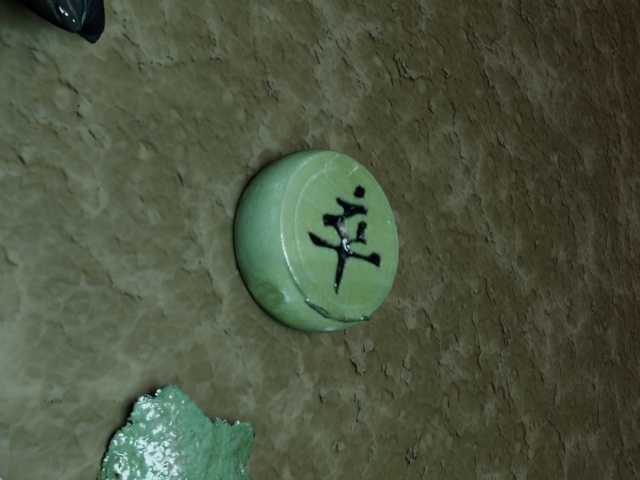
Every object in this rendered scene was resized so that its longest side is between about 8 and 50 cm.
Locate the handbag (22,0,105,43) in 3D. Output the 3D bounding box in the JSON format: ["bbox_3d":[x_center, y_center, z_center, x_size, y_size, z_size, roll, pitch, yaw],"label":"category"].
[{"bbox_3d":[-0.227,-0.261,0.593,0.088,0.211,0.254,-27,107,-6],"label":"handbag"}]

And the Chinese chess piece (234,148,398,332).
[{"bbox_3d":[0.000,0.000,0.849,0.188,0.083,0.189,10,75,-43],"label":"Chinese chess piece"}]

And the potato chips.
[{"bbox_3d":[-0.090,0.236,0.720,0.228,0.059,0.167,36,47,-37],"label":"potato chips"}]

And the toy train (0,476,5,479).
[{"bbox_3d":[-0.149,0.312,0.615,0.407,0.088,0.086,52,50,-27],"label":"toy train"}]
